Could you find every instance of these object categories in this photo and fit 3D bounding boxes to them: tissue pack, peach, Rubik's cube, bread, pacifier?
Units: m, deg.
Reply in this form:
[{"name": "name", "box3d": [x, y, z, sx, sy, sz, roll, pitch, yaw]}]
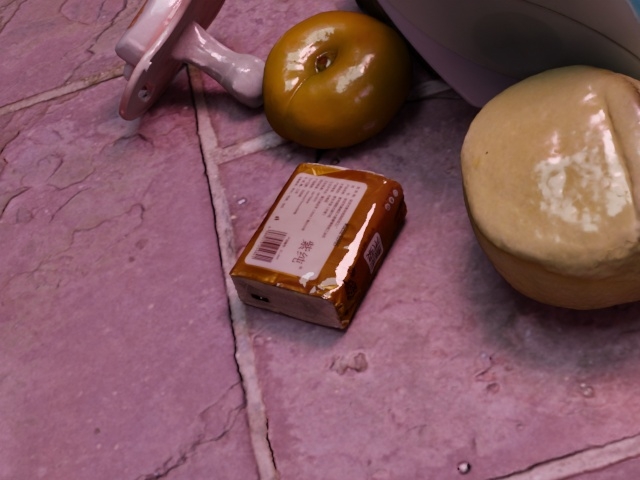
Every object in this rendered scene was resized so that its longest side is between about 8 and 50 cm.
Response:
[{"name": "tissue pack", "box3d": [0.000, 0.000, 1.418, 0.183, 0.092, 0.226, 14, 55, 27]}, {"name": "peach", "box3d": [0.022, -0.256, 1.598, 0.251, 0.153, 0.251, -14, 57, 23]}, {"name": "Rubik's cube", "box3d": [0.310, -0.410, 1.364, 0.347, 0.351, 0.352, -1, 63, 40]}, {"name": "bread", "box3d": [0.340, -0.064, 1.277, 0.320, 0.237, 0.321, -19, 47, 22]}, {"name": "pacifier", "box3d": [-0.219, -0.328, 1.685, 0.273, 0.220, 0.332, 35, 91, 36]}]

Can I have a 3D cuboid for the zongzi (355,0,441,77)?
[{"name": "zongzi", "box3d": [0.102, -0.462, 1.601, 0.160, 0.360, 0.323, -44, 48, 2]}]
